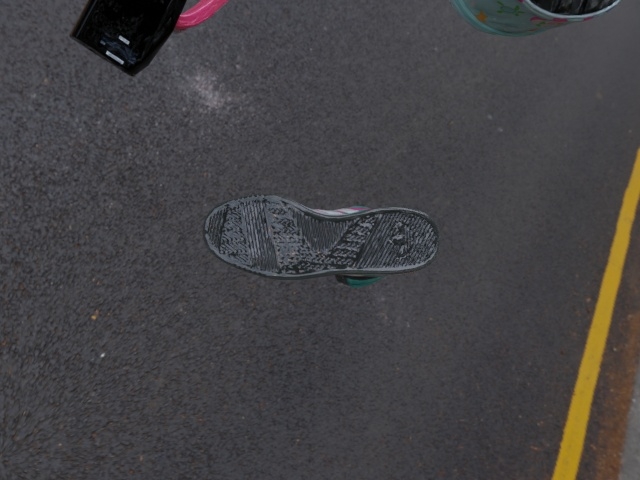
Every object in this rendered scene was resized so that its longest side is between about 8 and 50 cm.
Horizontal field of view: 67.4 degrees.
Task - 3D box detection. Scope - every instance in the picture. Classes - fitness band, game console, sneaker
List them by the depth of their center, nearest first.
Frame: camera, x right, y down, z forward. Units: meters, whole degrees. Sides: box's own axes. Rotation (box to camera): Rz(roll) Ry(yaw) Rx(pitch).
[{"bbox_3d":[0.000,0.000,0.671,0.296,0.178,0.123,4,83,0],"label":"sneaker"},{"bbox_3d":[-0.380,-0.438,0.739,0.361,0.044,0.213,30,86,-47],"label":"game console"},{"bbox_3d":[-0.277,-0.536,0.934,0.291,0.054,0.209,-60,137,-36],"label":"fitness band"}]

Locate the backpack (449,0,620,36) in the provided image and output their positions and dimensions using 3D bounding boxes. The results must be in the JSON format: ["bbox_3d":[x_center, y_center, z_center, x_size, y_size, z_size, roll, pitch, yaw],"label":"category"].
[{"bbox_3d":[0.236,-0.363,0.534,0.225,0.191,0.253,-14,101,-22],"label":"backpack"}]
